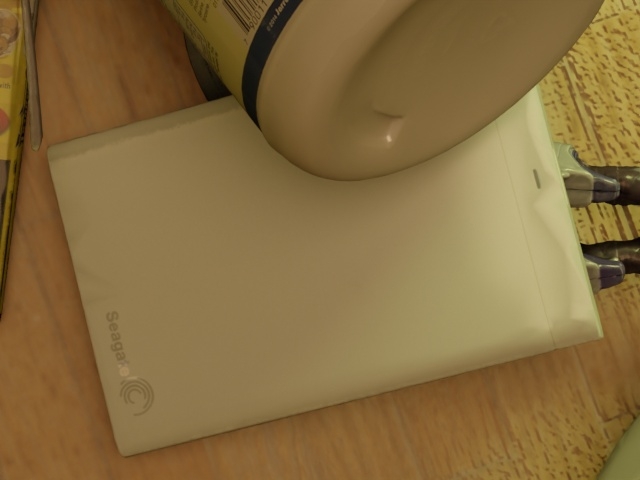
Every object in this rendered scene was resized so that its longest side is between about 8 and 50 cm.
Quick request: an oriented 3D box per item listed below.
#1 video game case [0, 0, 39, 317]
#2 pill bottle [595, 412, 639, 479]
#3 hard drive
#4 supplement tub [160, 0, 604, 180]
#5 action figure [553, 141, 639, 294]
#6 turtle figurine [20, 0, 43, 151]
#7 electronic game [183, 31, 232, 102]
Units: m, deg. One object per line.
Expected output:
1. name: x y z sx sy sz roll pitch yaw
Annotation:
1. video game case: -0.324 -0.084 1.260 0.274 0.035 0.248 6 85 -4
2. pill bottle: 0.317 0.202 1.238 0.283 0.161 0.161 37 83 -2
3. hard drive: 0.000 0.000 1.238 0.307 0.040 0.203 -15 86 10
4. supplement tub: -0.009 -0.220 1.135 0.235 0.235 0.325 -34 67 -7
5. action figure: 0.242 -0.010 1.273 0.285 0.099 0.185 -3 104 2
6. turtle figurine: -0.267 -0.232 1.215 0.197 0.275 0.266 -3 44 18
7. electronic game: 0.025 -0.149 1.293 0.229 0.048 0.229 0 89 -3
